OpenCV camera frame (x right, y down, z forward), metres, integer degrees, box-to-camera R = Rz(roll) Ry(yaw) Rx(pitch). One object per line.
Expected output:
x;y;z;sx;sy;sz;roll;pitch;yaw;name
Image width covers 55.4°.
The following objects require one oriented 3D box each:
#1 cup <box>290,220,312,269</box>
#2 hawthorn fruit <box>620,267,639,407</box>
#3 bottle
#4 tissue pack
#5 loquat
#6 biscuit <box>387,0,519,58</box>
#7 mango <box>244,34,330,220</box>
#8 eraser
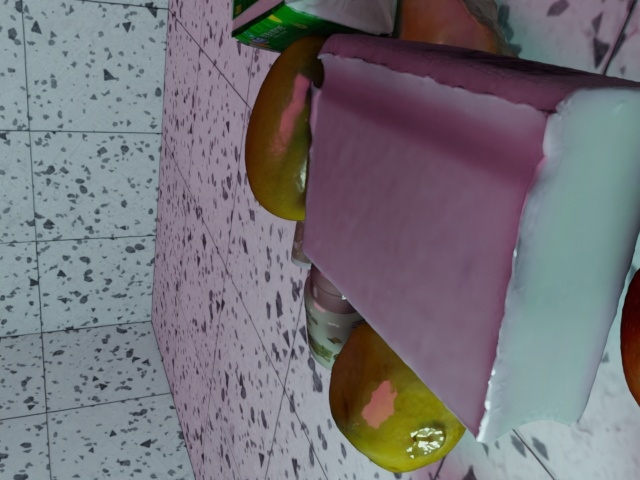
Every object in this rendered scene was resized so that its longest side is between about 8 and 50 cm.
-0.008;0.000;1.112;0.102;0.074;0.099;-136;48;-55;cup
0.284;0.077;0.409;0.188;0.169;0.169;102;153;-51;hawthorn fruit
0.034;0.092;0.903;0.253;0.120;0.120;88;163;-53;bottle
-0.012;-0.331;0.773;0.209;0.148;0.156;-162;77;-65;tissue pack
0.103;0.191;0.789;0.187;0.176;0.234;-49;19;0;loquat
0.094;-0.211;0.837;0.429;0.104;0.446;66;145;39;biscuit
-0.023;-0.148;0.799;0.175;0.139;0.255;54;138;44;mango
0.107;-0.037;0.572;0.359;0.122;0.272;-137;45;-58;eraser
